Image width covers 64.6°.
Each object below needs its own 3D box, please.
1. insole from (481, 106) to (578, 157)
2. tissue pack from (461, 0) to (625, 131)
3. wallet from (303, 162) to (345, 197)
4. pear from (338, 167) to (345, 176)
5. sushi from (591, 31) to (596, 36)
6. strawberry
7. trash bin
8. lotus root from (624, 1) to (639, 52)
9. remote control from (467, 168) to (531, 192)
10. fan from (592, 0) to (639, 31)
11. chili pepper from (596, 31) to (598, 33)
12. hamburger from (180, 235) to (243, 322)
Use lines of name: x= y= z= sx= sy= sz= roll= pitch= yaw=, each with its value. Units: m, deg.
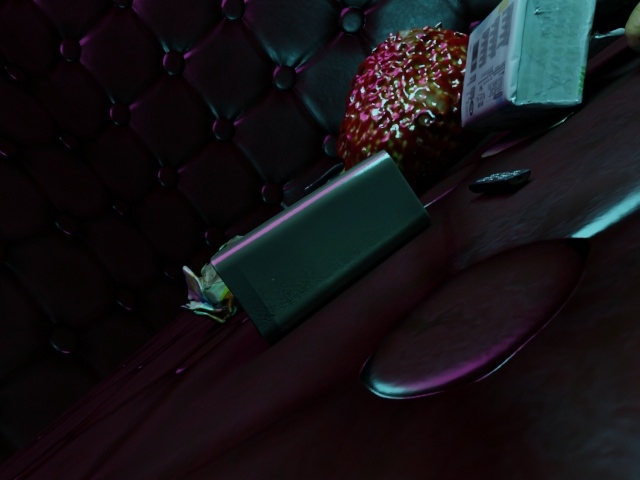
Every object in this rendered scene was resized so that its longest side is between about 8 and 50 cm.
insole: x=0.277 y=-0.144 z=0.694 sx=0.064 sy=0.004 sz=0.188 roll=-39 pitch=5 yaw=-14
tissue pack: x=0.299 y=-0.242 z=0.705 sx=0.145 sy=0.159 sz=0.229 roll=5 pitch=4 yaw=1
wallet: x=0.061 y=-0.142 z=1.422 sx=0.323 sy=0.041 sz=0.247 roll=-42 pitch=-24 yaw=-30
pear: x=0.066 y=-0.096 z=1.175 sx=0.141 sy=0.104 sz=0.141 roll=-60 pitch=0 yaw=-1
sushi: x=0.518 y=-0.461 z=1.106 sx=0.140 sy=0.149 sz=0.287 roll=-13 pitch=-33 yaw=1
strawberry: x=0.182 y=-0.238 z=0.945 sx=0.292 sy=0.292 sz=0.343 roll=-33 pitch=24 yaw=39
trash bin: x=0.000 y=0.000 z=0.644 sx=0.240 sy=0.122 sz=0.164 roll=-34 pitch=5 yaw=0
lotus root: x=0.380 y=-0.241 z=0.560 sx=0.073 sy=0.062 sz=0.150 roll=-3 pitch=28 yaw=38
remote control: x=0.181 y=-0.059 z=0.511 sx=0.034 sy=0.016 sz=0.091 roll=-21 pitch=5 yaw=-3
fan: x=0.426 y=-0.321 z=0.680 sx=0.223 sy=0.012 sz=0.294 roll=-1 pitch=7 yaw=-22
chili pepper: x=0.688 y=-0.549 z=1.308 sx=0.216 sy=0.062 sz=0.108 roll=-33 pitch=6 yaw=16
hamburger: x=-0.197 y=0.069 z=1.177 sx=0.261 sy=0.150 sz=0.276 roll=-34 pitch=5 yaw=13
